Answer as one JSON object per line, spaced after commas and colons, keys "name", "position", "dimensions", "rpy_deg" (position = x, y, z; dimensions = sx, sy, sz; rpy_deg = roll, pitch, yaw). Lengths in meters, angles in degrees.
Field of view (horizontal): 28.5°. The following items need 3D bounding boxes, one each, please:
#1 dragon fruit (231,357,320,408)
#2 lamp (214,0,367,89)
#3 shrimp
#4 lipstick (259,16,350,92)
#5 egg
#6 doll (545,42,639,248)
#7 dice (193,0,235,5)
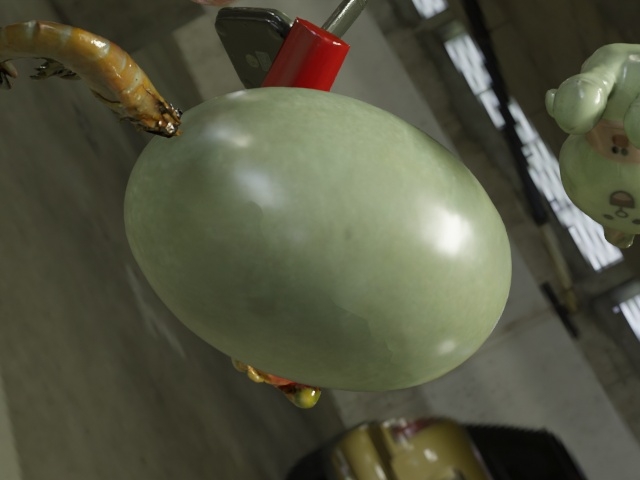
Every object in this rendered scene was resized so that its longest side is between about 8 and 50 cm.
{"name": "dragon fruit", "position": [-0.018, 0.054, 1.648], "dimensions": [0.243, 0.307, 0.227], "rpy_deg": [16, -28, 51]}
{"name": "lamp", "position": [-0.029, -0.312, 1.401], "dimensions": [0.203, 0.125, 0.283], "rpy_deg": [62, 39, -40]}
{"name": "shrimp", "position": [-0.177, -0.110, 0.913], "dimensions": [0.178, 0.124, 0.034], "rpy_deg": [39, 54, -63]}
{"name": "lipstick", "position": [-0.058, -0.088, 1.291], "dimensions": [0.073, 0.279, 0.073], "rpy_deg": [26, 12, -6]}
{"name": "egg", "position": [0.000, 0.000, 1.121], "dimensions": [0.352, 0.258, 0.258], "rpy_deg": [26, 11, -11]}
{"name": "doll", "position": [0.287, -0.085, 1.146], "dimensions": [0.275, 0.155, 0.113], "rpy_deg": [56, 45, -58]}
{"name": "dice", "position": [-0.140, -0.366, 1.635], "dimensions": [0.094, 0.091, 0.093], "rpy_deg": [33, 56, -53]}
